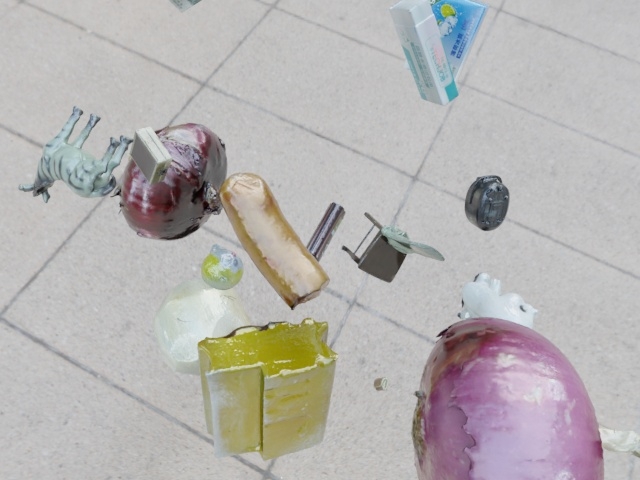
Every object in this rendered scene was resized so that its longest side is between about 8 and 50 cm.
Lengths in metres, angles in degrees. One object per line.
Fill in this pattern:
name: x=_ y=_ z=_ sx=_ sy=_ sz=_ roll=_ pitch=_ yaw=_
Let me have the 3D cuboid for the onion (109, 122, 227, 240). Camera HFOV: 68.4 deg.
onion: x=-0.329 y=-0.133 z=1.131 sx=0.232 sy=0.314 sz=0.314 roll=26 pitch=64 yaw=3

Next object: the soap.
soap: x=-0.107 y=0.304 z=0.946 sx=0.259 sy=0.281 sz=0.143 roll=-6 pitch=38 yaw=-13

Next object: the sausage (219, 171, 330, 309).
sausage: x=-0.089 y=-0.004 z=0.862 sx=0.109 sy=0.109 sz=0.270 roll=-32 pitch=85 yaw=-19

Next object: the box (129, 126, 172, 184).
box: x=-0.325 y=-0.160 z=0.902 sx=0.035 sy=0.079 sz=0.083 roll=-30 pitch=82 yaw=-39

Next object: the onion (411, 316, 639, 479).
onion: x=0.285 y=0.303 z=0.719 sx=0.345 sy=0.358 sz=0.358 roll=17 pitch=62 yaw=-16

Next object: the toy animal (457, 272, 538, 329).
toy animal: x=0.567 y=0.235 z=1.548 sx=0.174 sy=0.289 sz=0.249 roll=-35 pitch=79 yaw=-5

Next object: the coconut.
coconut: x=-0.428 y=0.338 z=1.740 sx=0.346 sy=0.346 sz=0.360 roll=-17 pitch=69 yaw=-13

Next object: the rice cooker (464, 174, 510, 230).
rice cooker: x=0.498 y=-0.111 z=1.405 sx=0.112 sy=0.165 sz=0.106 roll=-10 pitch=34 yaw=-13

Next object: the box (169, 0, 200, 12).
box: x=-0.211 y=-0.401 z=0.742 sx=0.083 sy=0.054 sz=0.024 roll=-6 pitch=59 yaw=38

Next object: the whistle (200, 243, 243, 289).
whistle: x=-0.282 y=0.060 z=1.364 sx=0.123 sy=0.123 sz=0.223 roll=-10 pitch=26 yaw=-9

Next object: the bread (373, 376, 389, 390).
bread: x=0.218 y=0.518 z=1.701 sx=0.036 sy=0.083 sz=0.047 roll=15 pitch=68 yaw=-10

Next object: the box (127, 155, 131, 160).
box: x=-0.685 y=-0.321 z=1.837 sx=0.089 sy=0.156 sz=0.022 roll=19 pitch=73 yaw=-35

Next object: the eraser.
eraser: x=0.228 y=-0.407 z=1.027 sx=0.052 sy=0.225 sz=0.095 roll=-34 pitch=34 yaw=-4

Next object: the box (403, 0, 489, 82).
box: x=0.309 y=-0.503 z=1.169 sx=0.139 sy=0.194 sz=0.073 roll=26 pitch=36 yaw=13

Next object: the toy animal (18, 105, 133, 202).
toy animal: x=-0.392 y=-0.116 z=0.749 sx=0.217 sy=0.073 sz=0.176 roll=32 pitch=96 yaw=32

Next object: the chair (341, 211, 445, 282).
chair: x=0.227 y=0.044 z=1.530 sx=0.160 sy=0.319 sz=0.186 roll=29 pitch=98 yaw=-32

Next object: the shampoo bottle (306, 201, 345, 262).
shampoo bottle: x=0.000 y=0.000 z=1.970 sx=0.084 sy=0.129 sz=0.323 roll=26 pitch=70 yaw=7
